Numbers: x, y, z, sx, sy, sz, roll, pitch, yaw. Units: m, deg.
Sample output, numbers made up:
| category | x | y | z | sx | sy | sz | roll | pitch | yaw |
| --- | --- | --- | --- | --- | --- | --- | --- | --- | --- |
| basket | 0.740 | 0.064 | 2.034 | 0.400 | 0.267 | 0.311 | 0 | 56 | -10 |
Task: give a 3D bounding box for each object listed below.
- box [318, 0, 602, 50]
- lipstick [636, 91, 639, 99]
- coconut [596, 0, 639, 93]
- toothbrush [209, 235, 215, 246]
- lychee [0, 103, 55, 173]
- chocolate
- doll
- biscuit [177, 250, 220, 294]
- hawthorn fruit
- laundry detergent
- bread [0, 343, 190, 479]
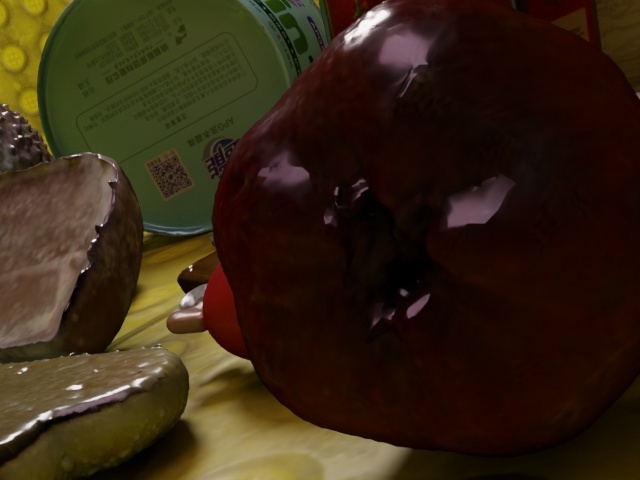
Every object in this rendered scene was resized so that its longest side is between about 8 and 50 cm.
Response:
| category | x | y | z | sx | sy | sz | roll | pitch | yaw |
| --- | --- | --- | --- | --- | --- | --- | --- | --- | --- |
| box | 0.087 | -0.184 | 0.751 | 0.089 | 0.313 | 0.197 | -26 | 24 | -32 |
| lipstick | 0.214 | -0.044 | 0.539 | 0.327 | 0.087 | 0.087 | -13 | 14 | 29 |
| coconut | 0.243 | -0.263 | 0.875 | 0.360 | 0.346 | 0.346 | -17 | 12 | 18 |
| toothbrush | -0.016 | -0.037 | 1.063 | 0.204 | 0.017 | 0.022 | -24 | 32 | -16 |
| lychee | -0.480 | -0.070 | 1.362 | 0.300 | 0.300 | 0.300 | -19 | 12 | 4 |
| chocolate | -0.258 | 0.044 | 0.825 | 0.303 | 0.100 | 0.185 | -12 | 52 | 27 |
| doll | -0.009 | 0.020 | 0.636 | 0.183 | 0.085 | 0.217 | -22 | 5 | 13 |
| biscuit | -0.001 | -0.002 | 0.834 | 0.215 | 0.034 | 0.182 | -9 | 16 | 41 |
| hawthorn fruit | 0.060 | -0.002 | 0.439 | 0.185 | 0.185 | 0.202 | -15 | -4 | 22 |
| laundry detergent | -0.133 | -0.183 | 1.250 | 0.287 | 0.287 | 0.305 | -16 | 13 | 18 |
| bread | -0.214 | 0.120 | 0.576 | 0.287 | 0.056 | 0.207 | -11 | 12 | 38 |
